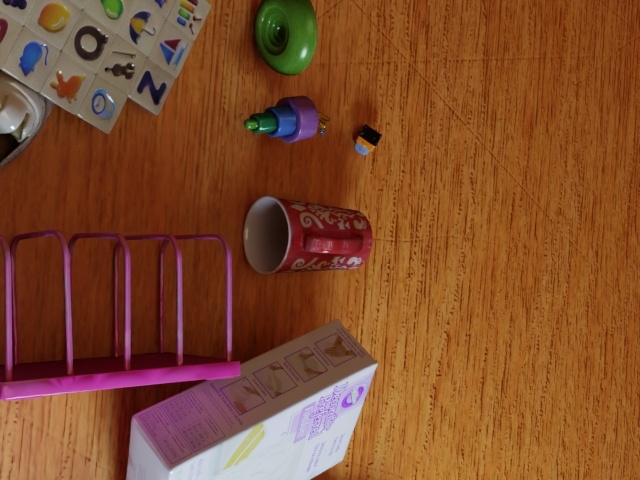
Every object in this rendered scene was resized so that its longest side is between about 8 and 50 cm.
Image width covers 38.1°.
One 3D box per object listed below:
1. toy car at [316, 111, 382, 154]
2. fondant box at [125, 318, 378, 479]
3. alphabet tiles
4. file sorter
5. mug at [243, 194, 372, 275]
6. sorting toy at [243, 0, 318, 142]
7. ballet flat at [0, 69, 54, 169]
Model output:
[{"bbox_3d":[0.039,-0.170,1.458,0.122,0.060,0.040,24,121,-18],"label":"toy car"},{"bbox_3d":[-0.096,0.269,1.247,0.330,0.096,0.238,-23,144,-34],"label":"fondant box"},{"bbox_3d":[-0.277,-0.303,1.118,0.342,0.011,0.285,33,79,-50],"label":"alphabet tiles"},{"bbox_3d":[-0.274,0.080,1.124,0.290,0.202,0.182,0,88,-36],"label":"file sorter"},{"bbox_3d":[-0.005,0.007,1.359,0.169,0.150,0.113,3,123,-41],"label":"mug"},{"bbox_3d":[-0.091,-0.314,1.286,0.126,0.127,0.366,-12,98,-39],"label":"sorting toy"},{"bbox_3d":[-0.399,-0.114,1.081,0.107,0.106,0.316,46,65,-28],"label":"ballet flat"}]
